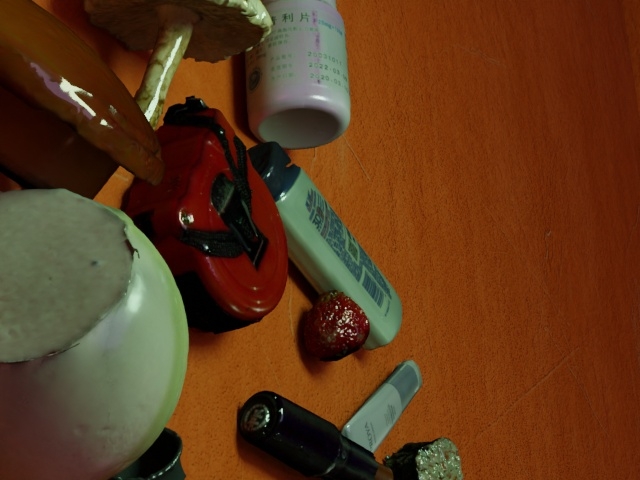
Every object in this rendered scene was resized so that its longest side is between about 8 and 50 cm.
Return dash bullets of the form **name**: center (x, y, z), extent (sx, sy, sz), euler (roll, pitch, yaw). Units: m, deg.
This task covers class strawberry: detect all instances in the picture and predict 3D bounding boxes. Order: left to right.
- **strawberry**: center (0.019, 0.121, 2.230), extent (0.106, 0.106, 0.106), euler (38, 42, -47)

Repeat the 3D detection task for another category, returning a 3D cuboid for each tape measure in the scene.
- **tape measure**: center (-0.139, -0.014, 2.000), extent (0.260, 0.114, 0.253), euler (55, 33, -30)

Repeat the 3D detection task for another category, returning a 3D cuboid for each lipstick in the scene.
- **lipstick**: center (0.002, 0.283, 2.115), extent (0.300, 0.081, 0.081), euler (37, 43, -45)

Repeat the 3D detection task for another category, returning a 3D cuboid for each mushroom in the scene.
- **mushroom**: center (-0.212, -0.217, 1.968), extent (0.233, 0.301, 0.208), euler (32, 4, -46)

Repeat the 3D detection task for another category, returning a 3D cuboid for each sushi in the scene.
- **sushi**: center (0.159, 0.345, 2.366), extent (0.150, 0.078, 0.090), euler (-7, 80, -63)

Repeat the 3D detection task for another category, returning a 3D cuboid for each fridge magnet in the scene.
- **fridge magnet**: center (-0.313, -0.163, 1.609), extent (0.364, 0.155, 0.363), euler (37, 0, 0)

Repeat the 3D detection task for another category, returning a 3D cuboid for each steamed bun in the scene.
- **steamed bun**: center (-0.270, 0.122, 1.527), extent (0.309, 0.309, 0.309), euler (38, 42, -47)

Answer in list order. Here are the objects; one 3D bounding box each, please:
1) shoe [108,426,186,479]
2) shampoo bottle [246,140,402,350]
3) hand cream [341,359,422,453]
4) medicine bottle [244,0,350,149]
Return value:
- **shoe**: center (-0.205, 0.245, 1.754), extent (0.241, 0.093, 0.108), euler (56, 30, -25)
- **shampoo bottle**: center (0.000, 0.000, 2.284), extent (0.359, 0.078, 0.134), euler (52, 30, -33)
- **hand cream**: center (0.087, 0.253, 2.321), extent (0.255, 0.048, 0.079), euler (-45, 121, -58)
- **medicine bottle**: center (-0.037, -0.272, 2.299), extent (0.152, 0.152, 0.254), euler (31, 47, -51)
